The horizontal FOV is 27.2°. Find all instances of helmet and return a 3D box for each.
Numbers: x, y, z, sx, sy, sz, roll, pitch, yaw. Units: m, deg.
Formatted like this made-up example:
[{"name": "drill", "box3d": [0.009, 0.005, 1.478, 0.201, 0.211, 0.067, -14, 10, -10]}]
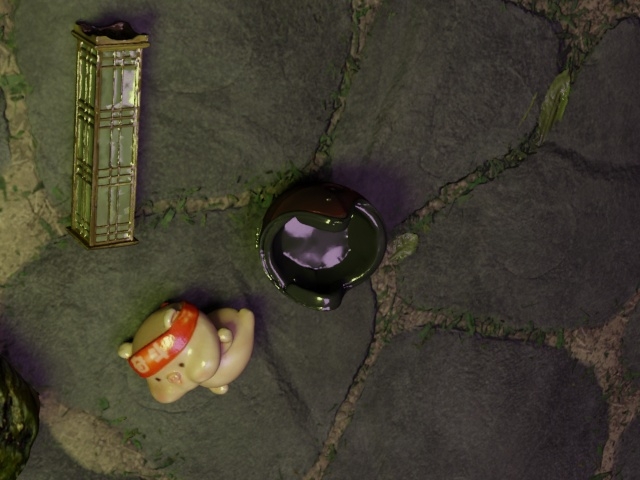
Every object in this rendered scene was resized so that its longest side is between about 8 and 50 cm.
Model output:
[{"name": "helmet", "box3d": [0.000, 0.000, 2.149, 0.216, 0.193, 0.189, -3, 117, -19]}]

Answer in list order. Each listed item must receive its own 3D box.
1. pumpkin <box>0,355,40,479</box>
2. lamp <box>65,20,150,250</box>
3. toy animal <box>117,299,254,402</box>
[{"name": "pumpkin", "box3d": [-0.556, 0.270, 1.853, 0.225, 0.256, 0.303, 49, 66, -36]}, {"name": "lamp", "box3d": [-0.312, -0.150, 1.928, 0.090, 0.089, 0.325, -9, 117, -31]}, {"name": "toy animal", "box3d": [-0.209, 0.172, 2.113, 0.198, 0.171, 0.171, 7, 108, -44]}]
